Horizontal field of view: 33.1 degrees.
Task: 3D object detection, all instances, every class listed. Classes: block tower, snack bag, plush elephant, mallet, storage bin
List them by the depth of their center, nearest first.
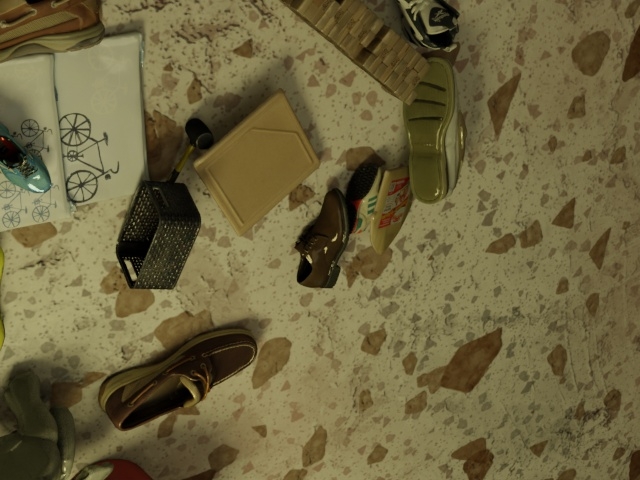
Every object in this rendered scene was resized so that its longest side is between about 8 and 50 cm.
[{"bbox_3d":[-0.449,-0.180,1.837,0.343,0.037,0.323,-14,122,-26],"label":"snack bag"},{"bbox_3d":[-0.296,-0.008,1.955,0.084,0.122,0.180,2,130,-33],"label":"storage bin"},{"bbox_3d":[-0.263,-0.141,1.984,0.039,0.062,0.189,18,120,-40],"label":"mallet"},{"bbox_3d":[-0.537,0.456,2.005,0.272,0.330,0.255,-44,156,-29],"label":"plush elephant"},{"bbox_3d":[0.072,-0.385,2.011,0.097,0.091,0.335,-51,131,4],"label":"block tower"}]

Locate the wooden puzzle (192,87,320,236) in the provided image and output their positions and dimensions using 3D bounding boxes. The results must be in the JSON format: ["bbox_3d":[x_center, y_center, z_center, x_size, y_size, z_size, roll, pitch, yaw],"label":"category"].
[{"bbox_3d":[-0.120,-0.148,2.040,0.221,0.044,0.238,-42,141,-12],"label":"wooden puzzle"}]

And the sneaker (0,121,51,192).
[{"bbox_3d":[-0.501,-0.127,1.763,0.063,0.073,0.162,-44,129,-3],"label":"sneaker"}]

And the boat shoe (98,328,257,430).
[{"bbox_3d":[-0.268,0.288,2.165,0.342,0.123,0.123,-19,125,-22],"label":"boat shoe"}]

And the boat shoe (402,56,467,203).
[{"bbox_3d":[0.239,-0.231,2.206,0.103,0.113,0.302,-27,125,-52],"label":"boat shoe"}]

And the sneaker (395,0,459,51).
[{"bbox_3d":[0.195,-0.447,2.011,0.094,0.153,0.235,-32,129,-14],"label":"sneaker"}]

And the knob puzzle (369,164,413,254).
[{"bbox_3d":[0.140,-0.064,2.239,0.213,0.030,0.213,-48,150,-40],"label":"knob puzzle"}]

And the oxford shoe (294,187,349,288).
[{"bbox_3d":[0.000,0.000,2.197,0.096,0.083,0.227,0,115,-27],"label":"oxford shoe"}]

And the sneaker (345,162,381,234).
[{"bbox_3d":[0.094,-0.086,2.231,0.075,0.057,0.161,1,115,-52],"label":"sneaker"}]

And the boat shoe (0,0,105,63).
[{"bbox_3d":[-0.495,-0.344,1.669,0.324,0.123,0.116,-19,121,-33],"label":"boat shoe"}]

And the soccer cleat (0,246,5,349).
[{"bbox_3d":[-0.602,0.128,1.904,0.121,0.093,0.289,-14,124,-62],"label":"soccer cleat"}]

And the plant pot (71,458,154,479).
[{"bbox_3d":[-0.400,0.590,2.179,0.275,0.243,0.274,-15,124,-24],"label":"plant pot"}]
